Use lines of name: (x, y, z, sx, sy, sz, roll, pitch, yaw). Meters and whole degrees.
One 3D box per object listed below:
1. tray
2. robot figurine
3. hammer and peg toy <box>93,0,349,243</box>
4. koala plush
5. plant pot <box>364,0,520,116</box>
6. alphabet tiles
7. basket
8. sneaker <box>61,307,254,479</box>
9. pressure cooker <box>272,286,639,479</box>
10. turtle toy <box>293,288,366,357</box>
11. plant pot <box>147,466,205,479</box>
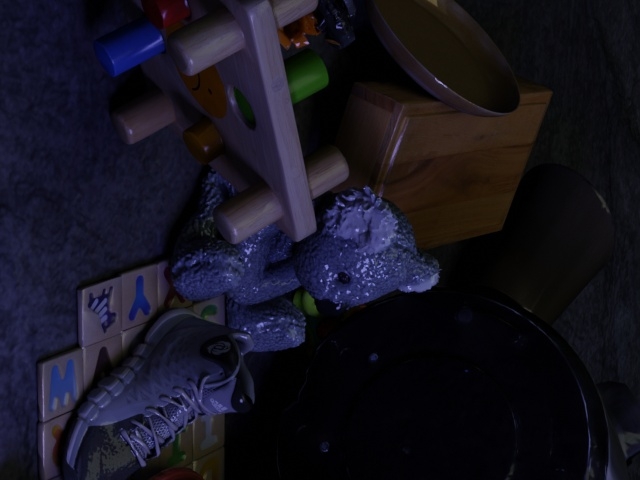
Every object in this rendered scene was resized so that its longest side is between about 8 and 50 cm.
tray: (0.141, -0.092, 1.860, 0.411, 0.076, 0.202, -12, 125, -57)
robot figurine: (-0.052, -0.285, 1.433, 0.085, 0.211, 0.291, -33, 156, -2)
hammer and peg toy: (-0.108, -0.194, 1.275, 0.127, 0.266, 0.361, -31, 136, -19)
koala plush: (0.000, 0.000, 1.543, 0.196, 0.221, 0.203, 48, 53, -53)
plant pot: (0.134, -0.226, 1.774, 0.032, 0.236, 0.236, -44, 164, 29)
alphabet tiles: (-0.179, 0.192, 1.516, 0.285, 0.011, 0.342, -20, 115, -56)
basket: (0.292, 0.041, 2.136, 0.227, 0.154, 0.204, -50, 140, -36)
sneaker: (-0.136, 0.157, 1.435, 0.228, 0.132, 0.086, -58, 142, -33)
pressure cooker: (0.171, 0.273, 1.753, 0.420, 0.370, 0.375, 54, 51, -64)
turtle toy: (0.008, 0.082, 1.744, 0.130, 0.066, 0.095, 45, 60, -54)
plant pot: (-0.064, 0.388, 1.473, 0.272, 0.265, 0.272, -47, 146, -47)
